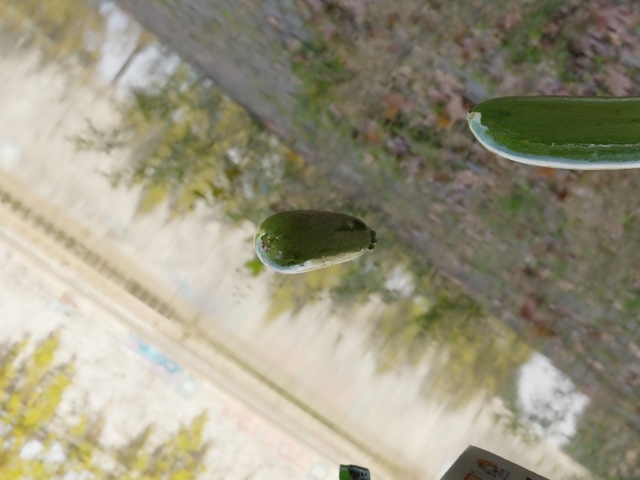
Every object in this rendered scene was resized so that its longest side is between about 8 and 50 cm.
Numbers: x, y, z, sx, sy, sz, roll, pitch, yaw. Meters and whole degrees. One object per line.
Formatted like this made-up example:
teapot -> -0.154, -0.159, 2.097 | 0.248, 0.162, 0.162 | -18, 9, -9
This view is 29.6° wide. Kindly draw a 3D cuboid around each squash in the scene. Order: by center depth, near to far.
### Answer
squash -> 0.000, 0.000, 1.284 | 0.066, 0.066, 0.201 | 29, -164, 29
squash -> 0.403, -0.152, 1.689 | 0.395, 0.107, 0.107 | 0, 163, 11

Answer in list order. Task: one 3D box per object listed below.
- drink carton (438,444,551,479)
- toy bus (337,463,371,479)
drink carton -> 0.236, 0.299, 1.044 | 0.315, 0.106, 0.130 | 23, -167, 16
toy bus -> 0.030, 0.245, 1.096 | 0.037, 0.083, 0.031 | -1, 173, 2
